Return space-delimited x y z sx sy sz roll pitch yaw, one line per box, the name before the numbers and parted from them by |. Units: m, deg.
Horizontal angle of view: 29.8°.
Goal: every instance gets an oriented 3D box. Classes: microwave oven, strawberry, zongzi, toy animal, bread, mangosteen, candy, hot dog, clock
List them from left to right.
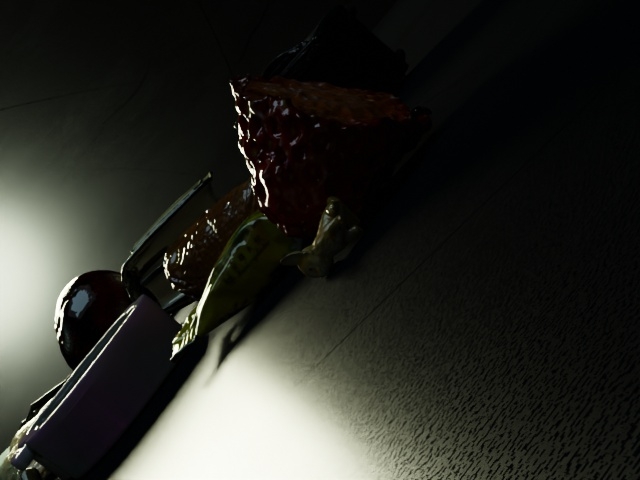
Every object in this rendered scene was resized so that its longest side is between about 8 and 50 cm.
zongzi | -0.442 0.383 1.869 0.083 0.040 0.076 -37 53 46
bread | -0.456 0.324 2.073 0.182 0.039 0.251 6 45 51
clock | -0.341 0.242 1.859 0.338 0.102 0.338 -49 7 9
mangosteen | -0.384 0.159 2.227 0.216 0.216 0.216 -48 7 8
hot dog | -0.112 -0.017 1.762 0.272 0.122 0.196 -39 13 34
candy | -0.090 0.023 1.553 0.297 0.081 0.187 -45 9 12
microwave oven | -0.002 -0.250 2.027 0.247 0.188 0.178 -45 8 33
toy animal | 0.000 0.000 1.251 0.083 0.060 0.081 -46 47 15
strawberry | 0.005 -0.092 1.365 0.234 0.234 0.178 -72 -8 -72

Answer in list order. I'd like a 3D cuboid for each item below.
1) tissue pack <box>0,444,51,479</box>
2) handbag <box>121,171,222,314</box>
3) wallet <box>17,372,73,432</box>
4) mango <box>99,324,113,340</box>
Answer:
tissue pack | -0.556 0.423 2.260 0.263 0.089 0.177 -42 11 31
handbag | -0.236 0.012 2.164 0.237 0.160 0.358 -39 7 0
wallet | -0.544 0.352 2.470 0.169 0.044 0.317 -37 -8 -32
mango | -0.319 0.178 2.069 0.165 0.089 0.115 -42 39 20
